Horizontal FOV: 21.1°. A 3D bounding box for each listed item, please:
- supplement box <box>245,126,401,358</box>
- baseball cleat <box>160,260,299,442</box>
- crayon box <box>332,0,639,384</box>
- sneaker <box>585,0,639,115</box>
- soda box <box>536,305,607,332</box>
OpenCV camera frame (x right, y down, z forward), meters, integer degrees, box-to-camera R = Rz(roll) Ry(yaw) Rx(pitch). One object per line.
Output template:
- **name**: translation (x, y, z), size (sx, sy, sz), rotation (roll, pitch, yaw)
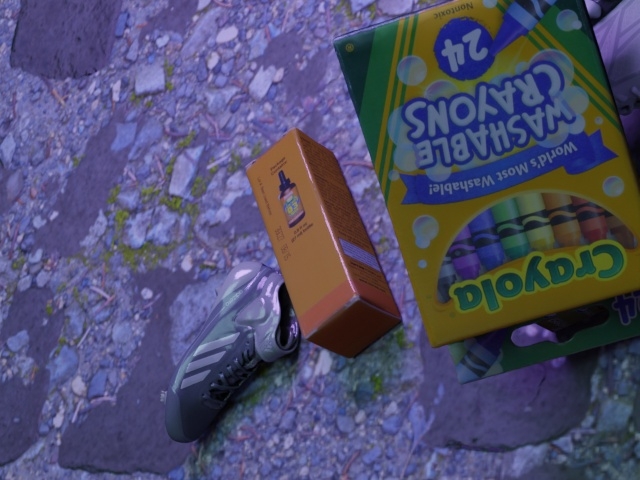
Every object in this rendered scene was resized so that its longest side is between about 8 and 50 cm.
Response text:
- **supplement box**: translation (0.000, 0.000, 1.727), size (0.078, 0.080, 0.233), rotation (-39, 51, 24)
- **baseball cleat**: translation (-0.090, 0.123, 1.761), size (0.109, 0.072, 0.206), rotation (23, 92, 40)
- **crayon box**: translation (0.158, -0.047, 1.427), size (0.203, 0.083, 0.323), rotation (-17, 97, 12)
- **sneaker**: translation (0.240, -0.144, 1.507), size (0.118, 0.110, 0.292), rotation (39, 84, 17)
- **soda box**: translation (0.205, -0.014, 1.551), size (0.061, 0.058, 0.181), rotation (-27, 56, 32)
